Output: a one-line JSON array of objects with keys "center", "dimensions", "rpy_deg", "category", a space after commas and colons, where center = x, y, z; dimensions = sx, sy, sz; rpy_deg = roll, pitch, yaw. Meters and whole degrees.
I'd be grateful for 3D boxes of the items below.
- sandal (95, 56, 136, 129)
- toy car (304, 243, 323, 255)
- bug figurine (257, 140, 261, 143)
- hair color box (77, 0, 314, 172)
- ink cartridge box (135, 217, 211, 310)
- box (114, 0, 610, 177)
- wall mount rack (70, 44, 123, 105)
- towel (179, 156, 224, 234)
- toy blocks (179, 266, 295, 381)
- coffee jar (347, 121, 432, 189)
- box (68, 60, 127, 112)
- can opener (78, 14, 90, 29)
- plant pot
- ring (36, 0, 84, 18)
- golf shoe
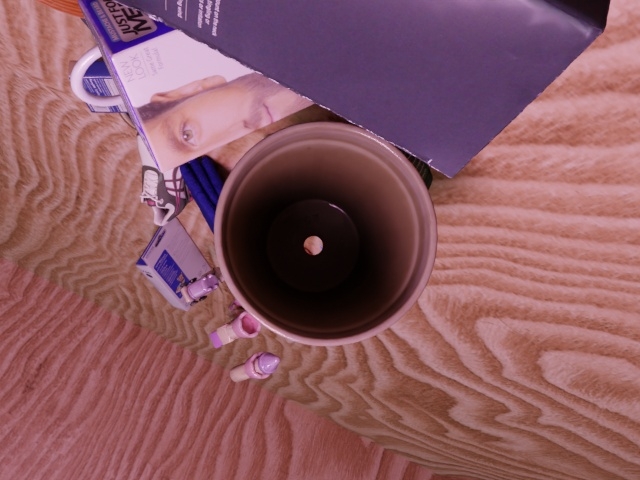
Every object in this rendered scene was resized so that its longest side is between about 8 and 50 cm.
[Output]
[{"center": [-0.372, -0.284, 1.096], "dimensions": [0.049, 0.072, 0.180], "rpy_deg": [-9, 140, 13], "category": "sandal"}, {"center": [-0.014, 0.028, 1.415], "dimensions": [0.122, 0.060, 0.040], "rpy_deg": [-21, 87, 33], "category": "toy car"}, {"center": [-0.052, -0.112, 1.130], "dimensions": [0.216, 0.072, 0.279], "rpy_deg": [26, 149, -15], "category": "bug figurine"}, {"center": [-0.071, -0.233, 0.654], "dimensions": [0.110, 0.339, 0.185], "rpy_deg": [57, 165, 26], "category": "hair color box"}, {"center": [-0.431, 0.060, 1.638], "dimensions": [0.065, 0.165, 0.332], "rpy_deg": [15, 151, 19], "category": "ink cartridge box"}, {"center": [0.055, -0.285, 0.444], "dimensions": [0.313, 0.343, 0.179], "rpy_deg": [26, 152, -7], "category": "box"}, {"center": [-0.159, -0.311, 0.683], "dimensions": [0.130, 0.350, 0.304], "rpy_deg": [58, 159, 15], "category": "wall mount rack"}, {"center": [-0.213, -0.040, 1.301], "dimensions": [0.227, 0.076, 0.308], "rpy_deg": [52, 167, 26], "category": "towel"}, {"center": [-0.134, 0.163, 1.456], "dimensions": [0.260, 0.289, 0.309], "rpy_deg": [-30, 90, 44], "category": "toy blocks"}, {"center": [0.116, -0.147, 0.930], "dimensions": [0.096, 0.079, 0.184], "rpy_deg": [13, 152, 35], "category": "coffee jar"}, {"center": [-0.309, -0.269, 1.002], "dimensions": [0.225, 0.036, 0.136], "rpy_deg": [1, 167, -7], "category": "box"}, {"center": [-0.365, -0.361, 0.945], "dimensions": [0.073, 0.059, 0.186], "rpy_deg": [-3, 143, 42], "category": "can opener"}, {"center": [0.000, 0.000, 0.933], "dimensions": [0.323, 0.323, 0.280], "rpy_deg": [24, 173, -2], "category": "plant pot"}, {"center": [-0.390, -0.400, 0.746], "dimensions": [0.337, 0.032, 0.336], "rpy_deg": [15, 163, 5], "category": "ring"}, {"center": [-0.357, -0.139, 1.275], "dimensions": [0.105, 0.120, 0.273], "rpy_deg": [18, 151, 14], "category": "golf shoe"}]
